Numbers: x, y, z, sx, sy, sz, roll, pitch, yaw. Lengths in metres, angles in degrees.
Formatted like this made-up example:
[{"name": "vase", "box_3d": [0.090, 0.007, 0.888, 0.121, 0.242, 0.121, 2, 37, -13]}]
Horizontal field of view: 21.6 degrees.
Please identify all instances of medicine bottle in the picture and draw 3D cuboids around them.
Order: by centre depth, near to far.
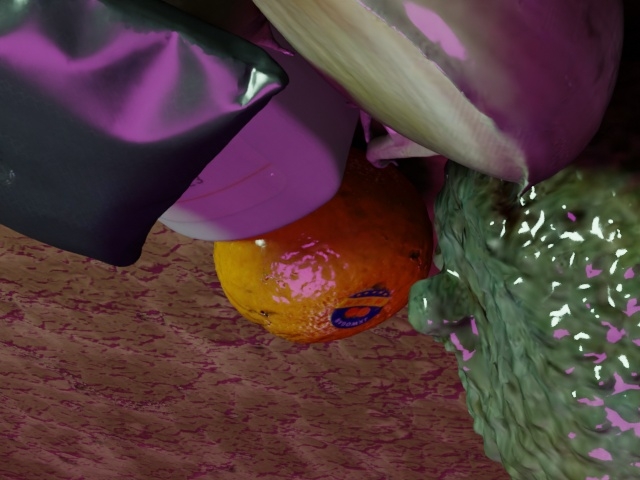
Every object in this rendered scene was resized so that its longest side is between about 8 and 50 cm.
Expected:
[{"name": "medicine bottle", "box_3d": [-0.120, -0.117, 0.896, 0.161, 0.111, 0.296, -13, 142, 41]}]

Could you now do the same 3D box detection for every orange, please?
[{"name": "orange", "box_3d": [-0.001, -0.001, 1.032, 0.135, 0.117, 0.135, -27, 151, -16]}]

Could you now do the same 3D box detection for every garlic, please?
[{"name": "garlic", "box_3d": [0.012, -0.120, 0.716, 0.237, 0.210, 0.292, -14, 147, 31]}]

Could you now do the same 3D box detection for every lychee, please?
[{"name": "lychee", "box_3d": [0.180, 0.023, 0.874, 0.274, 0.255, 0.255, -12, 151, -5]}]

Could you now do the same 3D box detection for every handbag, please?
[{"name": "handbag", "box_3d": [-0.150, -0.070, 0.790, 0.211, 0.088, 0.254, 24, 156, -12]}]
